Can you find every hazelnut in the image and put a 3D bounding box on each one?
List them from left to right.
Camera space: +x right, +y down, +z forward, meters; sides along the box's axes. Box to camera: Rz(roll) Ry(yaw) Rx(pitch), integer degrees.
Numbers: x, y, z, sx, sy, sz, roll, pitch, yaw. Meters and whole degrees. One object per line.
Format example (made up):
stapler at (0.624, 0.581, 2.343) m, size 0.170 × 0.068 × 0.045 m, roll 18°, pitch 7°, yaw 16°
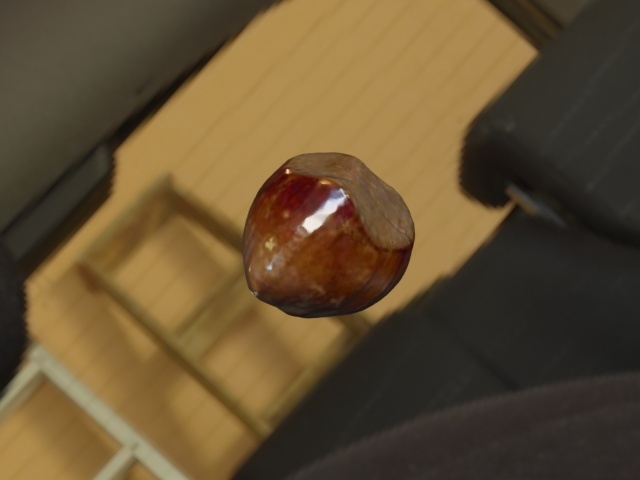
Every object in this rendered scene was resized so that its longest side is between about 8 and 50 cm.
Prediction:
hazelnut at (0.000, 0.000, 1.384) m, size 0.143 × 0.143 × 0.154 m, roll -50°, pitch -17°, yaw 21°
